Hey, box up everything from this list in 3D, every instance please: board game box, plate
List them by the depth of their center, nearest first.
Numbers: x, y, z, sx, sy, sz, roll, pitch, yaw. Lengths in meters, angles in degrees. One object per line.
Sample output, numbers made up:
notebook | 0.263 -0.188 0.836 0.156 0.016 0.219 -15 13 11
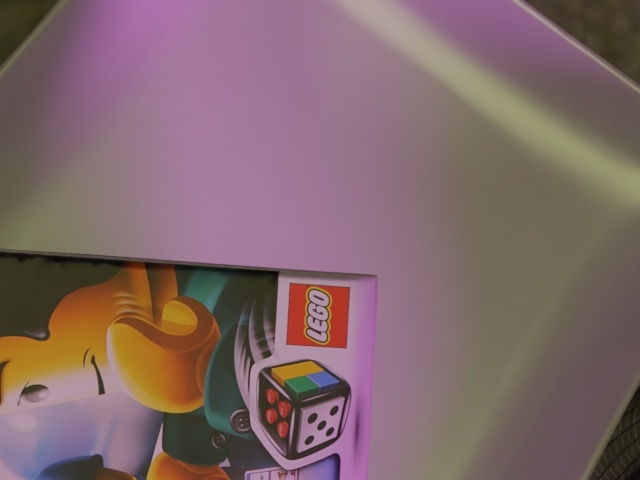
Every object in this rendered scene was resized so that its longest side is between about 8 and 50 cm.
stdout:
board game box | -0.088 0.155 0.404 0.193 0.053 0.305 4 85 -10
plate | 0.000 0.000 0.511 0.277 0.045 0.278 36 69 -3

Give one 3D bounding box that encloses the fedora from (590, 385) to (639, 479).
fedora | 0.212 0.152 0.490 0.275 0.124 0.243 -2 78 -13
